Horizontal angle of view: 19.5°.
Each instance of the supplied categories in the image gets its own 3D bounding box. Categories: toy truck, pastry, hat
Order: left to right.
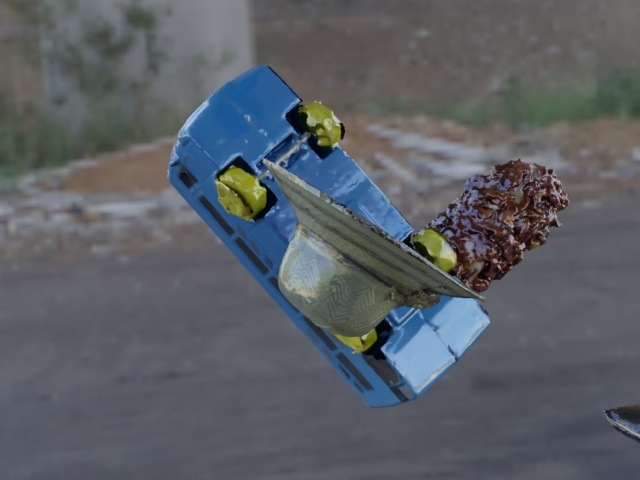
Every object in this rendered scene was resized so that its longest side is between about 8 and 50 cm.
[{"bbox_3d":[0.000,0.000,1.997,0.161,0.385,0.162,-43,4,-25],"label":"toy truck"},{"bbox_3d":[0.023,0.031,1.728,0.252,0.110,0.252,32,1,-1],"label":"hat"},{"bbox_3d":[0.184,-0.013,2.083,0.208,0.097,0.115,-40,56,-3],"label":"pastry"}]

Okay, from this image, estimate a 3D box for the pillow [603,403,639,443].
[{"bbox_3d":[0.409,0.195,1.992,0.141,0.055,0.208,26,24,33],"label":"pillow"}]
